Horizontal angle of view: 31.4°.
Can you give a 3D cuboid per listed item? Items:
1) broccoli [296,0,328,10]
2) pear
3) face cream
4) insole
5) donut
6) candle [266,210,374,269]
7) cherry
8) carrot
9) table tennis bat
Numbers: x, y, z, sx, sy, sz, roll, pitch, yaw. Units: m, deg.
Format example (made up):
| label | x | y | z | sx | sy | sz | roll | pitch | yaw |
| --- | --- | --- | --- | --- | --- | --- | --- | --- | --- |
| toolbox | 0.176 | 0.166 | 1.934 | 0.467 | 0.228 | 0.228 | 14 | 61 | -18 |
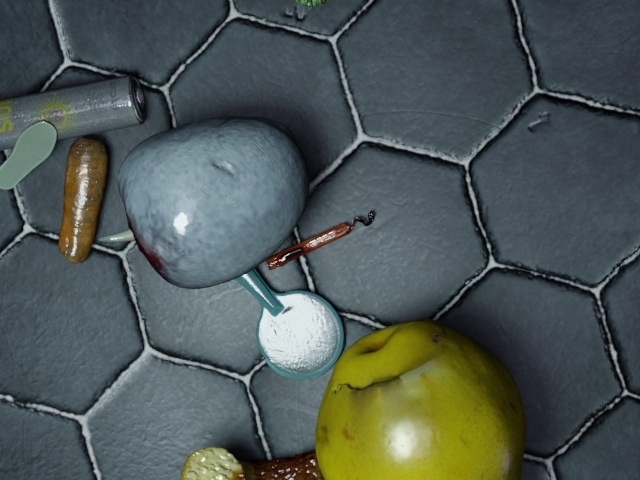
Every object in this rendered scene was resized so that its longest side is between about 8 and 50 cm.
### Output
| label | x | y | z | sx | sy | sz | roll | pitch | yaw |
| --- | --- | --- | --- | --- | --- | --- | --- | --- | --- |
| broccoli | -0.011 | -0.420 | 1.515 | 0.194 | 0.194 | 0.219 | 11 | 99 | 6 |
| pear | 0.149 | 0.267 | 1.482 | 0.336 | 0.285 | 0.285 | 41 | 96 | -13 |
| face cream | -0.393 | -0.177 | 1.624 | 0.284 | 0.073 | 0.073 | -10 | 90 | 7 |
| insole | -0.424 | -0.120 | 1.626 | 0.053 | 0.002 | 0.153 | 31 | 127 | -31 |
| donut | -0.078 | 0.349 | 1.576 | 0.295 | 0.151 | 0.112 | 5 | 64 | -20 |
| candle | 0.000 | 0.001 | 1.607 | 0.167 | 0.026 | 0.021 | -24 | 93 | 7 |
| cherry | -0.150 | -0.051 | 1.509 | 0.296 | 0.255 | 0.218 | -31 | 79 | -9 |
| carrot | -0.340 | -0.056 | 1.631 | 0.060 | 0.060 | 0.186 | 8 | 94 | 6 |
| table tennis bat | -0.053 | 0.107 | 1.615 | 0.124 | 0.033 | 0.201 | -42 | 91 | 5 |
